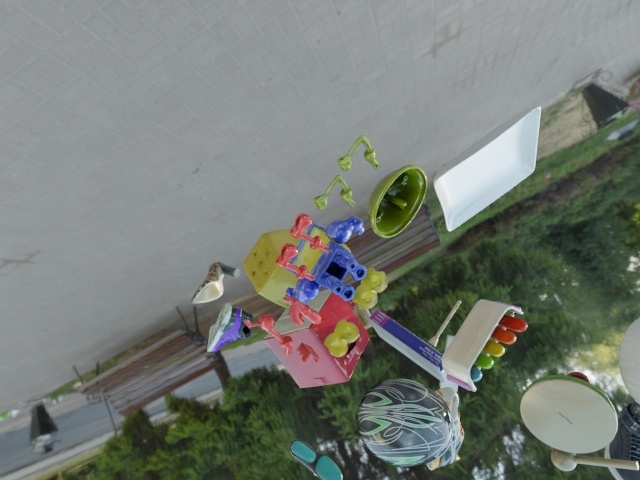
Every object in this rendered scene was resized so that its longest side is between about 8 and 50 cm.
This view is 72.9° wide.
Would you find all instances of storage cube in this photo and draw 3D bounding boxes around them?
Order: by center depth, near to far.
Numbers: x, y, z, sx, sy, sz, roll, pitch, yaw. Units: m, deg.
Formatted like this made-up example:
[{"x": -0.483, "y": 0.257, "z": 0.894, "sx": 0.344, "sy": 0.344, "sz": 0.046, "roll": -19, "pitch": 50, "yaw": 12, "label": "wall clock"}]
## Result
[{"x": -0.010, "y": 0.278, "z": 1.237, "sx": 0.215, "sy": 0.193, "sz": 0.183, "roll": -21, "pitch": -161, "yaw": 38, "label": "storage cube"}]

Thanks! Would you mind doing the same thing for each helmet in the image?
[{"x": 0.154, "y": 0.340, "z": 0.814, "sx": 0.169, "sy": 0.169, "sz": 0.161, "roll": -23, "pitch": 158, "yaw": -18, "label": "helmet"}]

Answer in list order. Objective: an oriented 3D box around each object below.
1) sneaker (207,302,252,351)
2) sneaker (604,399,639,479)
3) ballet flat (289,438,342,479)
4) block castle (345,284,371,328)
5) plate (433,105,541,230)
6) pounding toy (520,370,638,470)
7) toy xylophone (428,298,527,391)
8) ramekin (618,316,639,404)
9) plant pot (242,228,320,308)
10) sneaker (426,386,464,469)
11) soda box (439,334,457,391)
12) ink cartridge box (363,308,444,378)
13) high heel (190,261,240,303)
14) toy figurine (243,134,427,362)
[{"x": -0.352, "y": 0.367, "z": 1.719, "sx": 0.146, "sy": 0.102, "sz": 0.293, "roll": 16, "pitch": 134, "yaw": -22, "label": "sneaker"}, {"x": 0.800, "y": 0.508, "z": 1.088, "sx": 0.226, "sy": 0.086, "sz": 0.163, "roll": -50, "pitch": 166, "yaw": -57, "label": "sneaker"}, {"x": -0.018, "y": 0.733, "z": 1.435, "sx": 0.074, "sy": 0.203, "sz": 0.074, "roll": -55, "pitch": 171, "yaw": -13, "label": "ballet flat"}, {"x": 0.000, "y": 0.391, "z": 1.914, "sx": 0.303, "sy": 0.213, "sz": 0.453, "roll": -14, "pitch": 155, "yaw": -33, "label": "block castle"}, {"x": 0.397, "y": -0.167, "z": 1.050, "sx": 0.277, "sy": 0.045, "sz": 0.278, "roll": -37, "pitch": 148, "yaw": 5, "label": "plate"}, {"x": 0.566, "y": 0.386, "z": 0.974, "sx": 0.183, "sy": 0.237, "sz": 0.110, "roll": -26, "pitch": -176, "yaw": 35, "label": "pounding toy"}, {"x": 0.495, "y": 0.309, "z": 1.400, "sx": 0.322, "sy": 0.081, "sz": 0.236, "roll": -49, "pitch": -157, "yaw": -6, "label": "toy xylophone"}, {"x": 0.742, "y": 0.254, "z": 0.864, "sx": 0.273, "sy": 0.273, "sz": 0.127, "roll": -27, "pitch": 175, "yaw": -3, "label": "ramekin"}, {"x": -0.125, "y": 0.086, "z": 1.429, "sx": 0.187, "sy": 0.212, "sz": 0.212, "roll": 15, "pitch": 120, "yaw": -46, "label": "plant pot"}, {"x": 0.295, "y": 0.436, "z": 1.016, "sx": 0.083, "sy": 0.215, "sz": 0.084, "roll": 1, "pitch": -160, "yaw": -11, "label": "sneaker"}, {"x": 0.544, "y": 0.506, "z": 1.793, "sx": 0.069, "sy": 0.216, "sz": 0.074, "roll": 9, "pitch": 175, "yaw": 13, "label": "soda box"}, {"x": 0.336, "y": 0.388, "z": 1.621, "sx": 0.071, "sy": 0.324, "sz": 0.330, "roll": -50, "pitch": 150, "yaw": -11, "label": "ink cartridge box"}, {"x": -0.508, "y": 0.189, "z": 1.936, "sx": 0.186, "sy": 0.093, "sz": 0.261, "roll": 11, "pitch": -142, "yaw": 40, "label": "high heel"}, {"x": 0.000, "y": 0.000, "z": 0.764, "sx": 0.362, "sy": 0.191, "sz": 0.217, "roll": -61, "pitch": -155, "yaw": 2, "label": "toy figurine"}]
